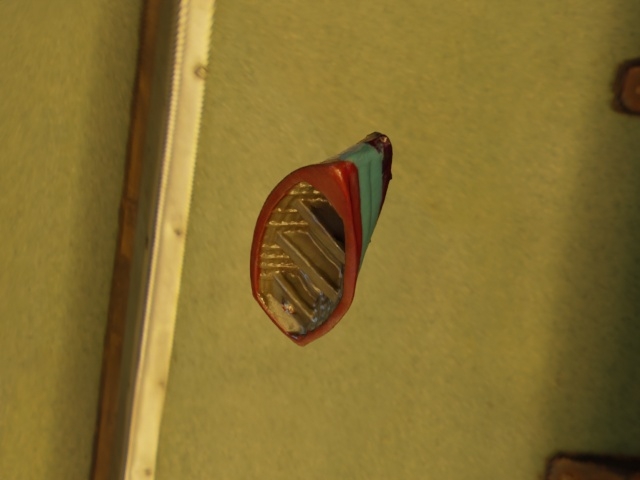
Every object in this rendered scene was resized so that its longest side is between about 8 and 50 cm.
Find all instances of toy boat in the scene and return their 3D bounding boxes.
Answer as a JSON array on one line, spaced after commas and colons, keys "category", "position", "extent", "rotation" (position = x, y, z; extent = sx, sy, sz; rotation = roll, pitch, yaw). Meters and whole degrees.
[{"category": "toy boat", "position": [0.000, 0.000, 1.263], "extent": [0.079, 0.392, 0.136], "rotation": [-39, 78, -25]}]
